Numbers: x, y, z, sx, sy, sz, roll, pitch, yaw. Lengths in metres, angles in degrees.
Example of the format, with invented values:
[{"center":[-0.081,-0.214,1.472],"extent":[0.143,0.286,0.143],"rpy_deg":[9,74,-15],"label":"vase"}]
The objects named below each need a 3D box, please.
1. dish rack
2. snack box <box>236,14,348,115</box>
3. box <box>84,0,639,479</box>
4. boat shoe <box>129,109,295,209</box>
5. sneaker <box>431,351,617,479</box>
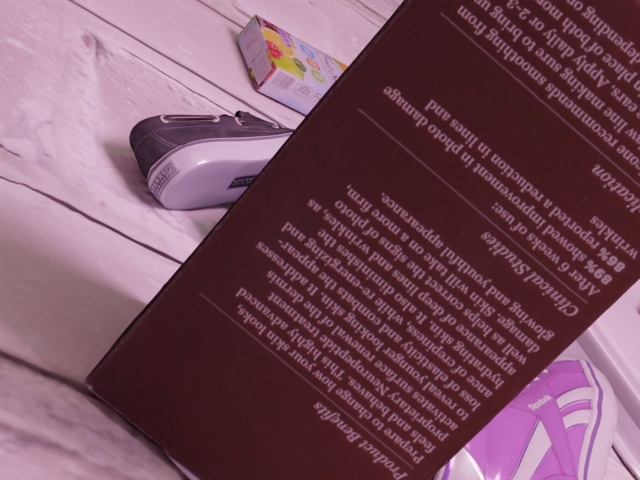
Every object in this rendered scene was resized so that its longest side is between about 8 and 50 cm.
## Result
[{"center":[0.350,0.129,1.318],"extent":[0.285,0.072,0.333],"rpy_deg":[14,35,-45],"label":"dish rack"},{"center":[-0.014,-0.169,1.306],"extent":[0.141,0.037,0.100],"rpy_deg":[24,30,-35],"label":"snack box"},{"center":[0.058,-0.005,0.721],"extent":[0.191,0.381,0.143],"rpy_deg":[40,22,-5],"label":"box"},{"center":[-0.069,-0.073,1.027],"extent":[0.228,0.080,0.076],"rpy_deg":[-11,57,-52],"label":"boat shoe"},{"center":[0.136,0.133,0.954],"extent":[0.161,0.102,0.282],"rpy_deg":[37,24,-3],"label":"sneaker"}]
